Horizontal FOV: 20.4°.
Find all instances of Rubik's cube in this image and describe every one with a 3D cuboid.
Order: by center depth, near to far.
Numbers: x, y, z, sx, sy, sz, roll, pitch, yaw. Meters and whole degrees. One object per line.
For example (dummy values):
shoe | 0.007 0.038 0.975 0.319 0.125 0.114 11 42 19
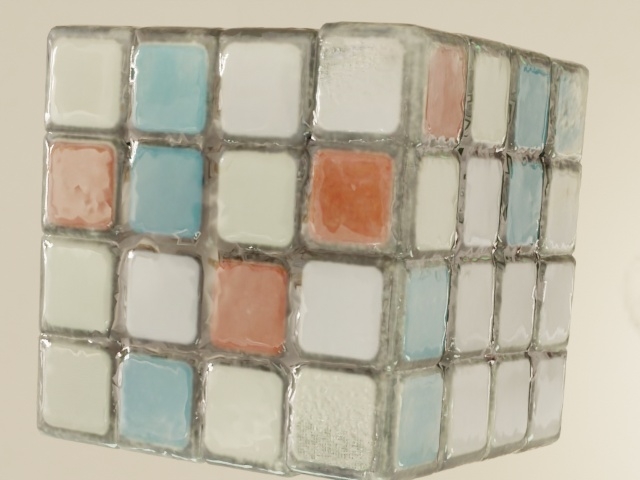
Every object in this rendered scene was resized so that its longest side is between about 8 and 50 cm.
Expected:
Rubik's cube | 0.000 -0.001 1.096 0.253 0.256 0.259 6 -175 31
